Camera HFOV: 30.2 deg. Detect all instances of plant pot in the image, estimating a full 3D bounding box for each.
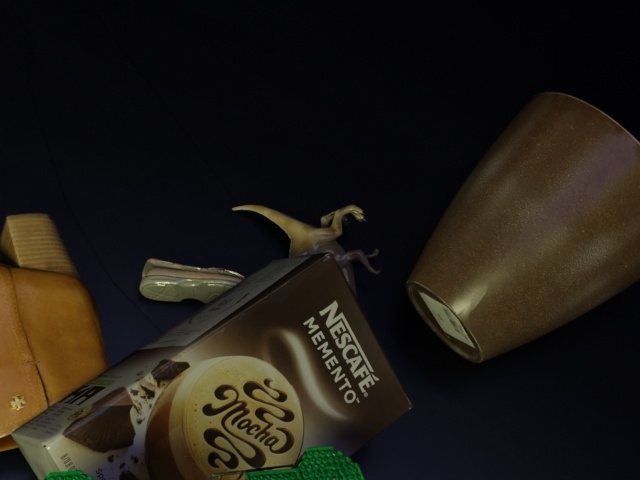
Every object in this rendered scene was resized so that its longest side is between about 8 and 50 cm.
[{"bbox_3d":[0.203,0.007,1.180,0.230,0.215,0.215,-41,76,-14],"label":"plant pot"}]

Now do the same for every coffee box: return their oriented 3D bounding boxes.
[{"bbox_3d":[-0.088,0.156,1.030,0.297,0.119,0.168,-34,102,-26],"label":"coffee box"}]

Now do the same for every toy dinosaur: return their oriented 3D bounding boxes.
[{"bbox_3d":[0.000,0.000,1.208,0.092,0.053,0.183,-37,75,-26],"label":"toy dinosaur"}]

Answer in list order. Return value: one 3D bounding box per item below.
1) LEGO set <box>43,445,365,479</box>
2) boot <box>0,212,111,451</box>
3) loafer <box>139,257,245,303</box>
[{"bbox_3d":[-0.094,0.297,0.863,0.331,0.192,0.255,-5,52,-42],"label":"LEGO set"},{"bbox_3d":[-0.339,0.093,1.049,0.295,0.104,0.211,-11,64,-23],"label":"boot"},{"bbox_3d":[-0.114,0.039,1.168,0.125,0.045,0.039,6,54,-7],"label":"loafer"}]
